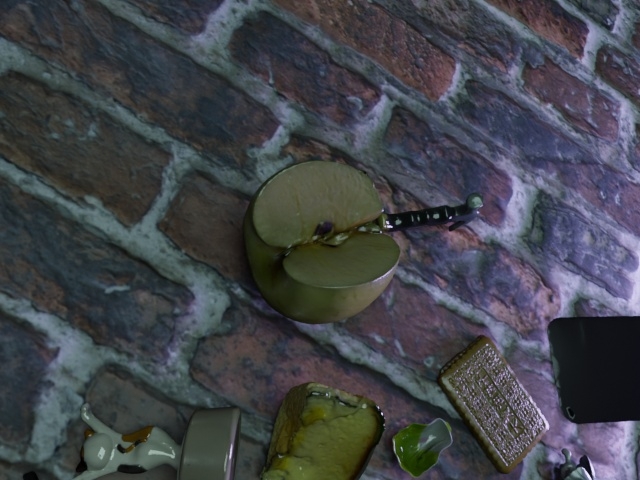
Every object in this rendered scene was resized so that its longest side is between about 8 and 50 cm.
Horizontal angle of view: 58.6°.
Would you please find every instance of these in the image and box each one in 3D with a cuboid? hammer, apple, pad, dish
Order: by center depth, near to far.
[{"bbox_3d":[-0.006,0.014,1.082,0.257,0.233,0.295,-18,72,-35],"label":"apple"},{"bbox_3d":[0.199,0.405,1.137,0.137,0.039,0.091,-21,76,-27],"label":"dish"},{"bbox_3d":[0.235,-0.051,1.266,0.226,0.159,0.041,-9,74,-3],"label":"hammer"},{"bbox_3d":[0.717,0.277,1.390,0.375,0.063,0.315,1,73,-10],"label":"pad"}]

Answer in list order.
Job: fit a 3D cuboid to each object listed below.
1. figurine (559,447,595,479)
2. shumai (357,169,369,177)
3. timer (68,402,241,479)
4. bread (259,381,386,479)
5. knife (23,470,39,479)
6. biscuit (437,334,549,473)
[{"bbox_3d":[0.541,0.502,1.220,0.082,0.086,0.095,12,110,-2],"label":"figurine"},{"bbox_3d":[0.071,-0.089,1.231,0.124,0.099,0.087,-45,108,-25],"label":"shumai"},{"bbox_3d":[-0.272,0.349,0.931,0.265,0.175,0.175,6,70,-2],"label":"timer"},{"bbox_3d":[0.001,0.340,1.035,0.174,0.252,0.133,16,24,-14],"label":"bread"},{"bbox_3d":[-0.435,0.420,0.894,0.018,0.031,0.121,-23,87,-26],"label":"knife"},{"bbox_3d":[0.376,0.347,1.230,0.172,0.029,0.255,-33,86,-26],"label":"biscuit"}]
